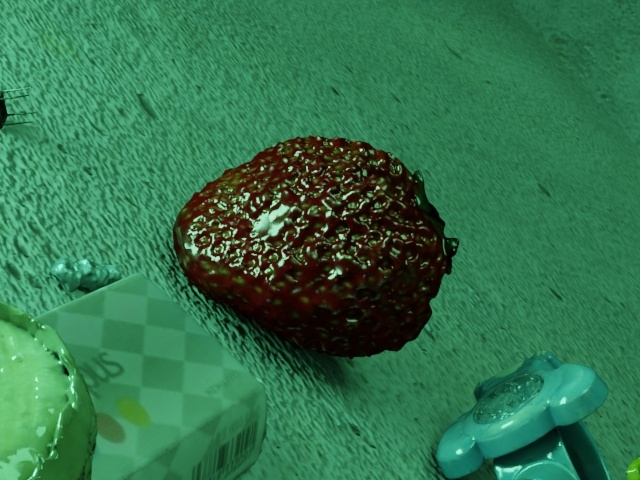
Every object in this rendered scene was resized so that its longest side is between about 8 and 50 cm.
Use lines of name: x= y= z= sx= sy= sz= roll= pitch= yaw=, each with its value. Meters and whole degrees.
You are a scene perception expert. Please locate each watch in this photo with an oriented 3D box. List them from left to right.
watch: x=0.261 y=0.250 z=1.834 sx=0.193 sy=0.211 sz=0.211 roll=58 pitch=19 yaw=-12

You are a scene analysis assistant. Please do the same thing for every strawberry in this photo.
strawberry: x=-0.002 y=0.004 z=1.813 sx=0.257 sy=0.261 sz=0.261 roll=26 pitch=24 yaw=-43

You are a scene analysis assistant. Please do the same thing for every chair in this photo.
chair: x=-0.364 y=-0.149 z=1.810 sx=0.086 sy=0.042 sz=0.037 roll=0 pitch=26 yaw=1

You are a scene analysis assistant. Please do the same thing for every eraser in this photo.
eraser: x=-0.192 y=0.161 z=1.404 sx=0.213 sy=0.082 sz=0.397 roll=41 pitch=22 yaw=9

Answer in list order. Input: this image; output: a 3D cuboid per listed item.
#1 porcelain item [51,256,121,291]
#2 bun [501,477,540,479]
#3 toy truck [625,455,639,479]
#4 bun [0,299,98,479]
porcelain item: x=-0.241 y=0.034 z=1.646 sx=0.083 sy=0.028 sz=0.036 roll=5 pitch=42 yaw=-52
bun: x=0.156 y=0.314 z=1.310 sx=0.362 sy=0.362 sz=0.211 roll=14 pitch=51 yaw=-46
toy truck: x=0.396 y=0.369 z=1.749 sx=0.136 sy=0.111 sz=0.286 roll=-11 pitch=83 yaw=-61
bun: x=-0.276 y=0.165 z=1.125 sx=0.259 sy=0.152 sz=0.259 roll=1 pitch=38 yaw=-1
